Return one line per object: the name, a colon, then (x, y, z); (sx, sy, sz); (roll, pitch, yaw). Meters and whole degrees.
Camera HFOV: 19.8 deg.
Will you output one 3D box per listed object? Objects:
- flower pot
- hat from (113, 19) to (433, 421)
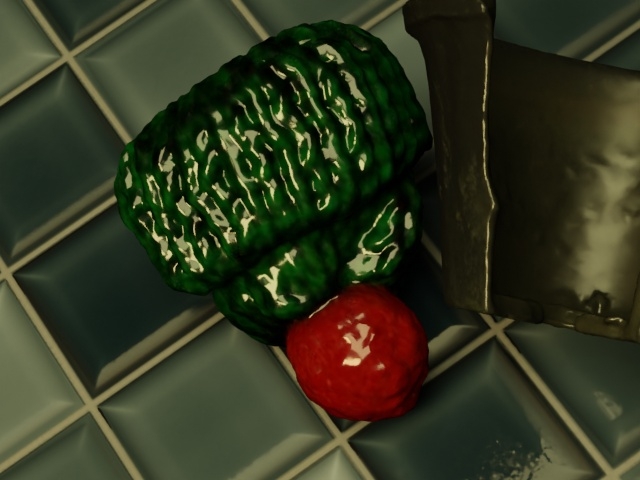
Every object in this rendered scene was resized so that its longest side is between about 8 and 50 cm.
flower pot: (0.234, -0.046, 1.502); (0.379, 0.379, 0.251); (9, 89, 17)
hat: (0.000, 0.000, 1.588); (0.274, 0.242, 0.332); (-31, 85, 22)
